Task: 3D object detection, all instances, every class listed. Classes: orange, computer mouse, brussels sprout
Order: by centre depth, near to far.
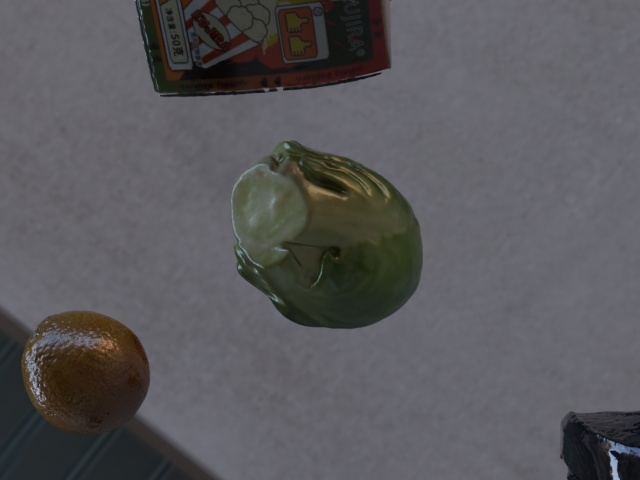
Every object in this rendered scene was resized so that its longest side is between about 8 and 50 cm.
[{"bbox_3d":[-0.150,0.083,0.941,0.085,0.085,0.085,-52,0,-1],"label":"orange"},{"bbox_3d":[0.201,0.162,0.990,0.057,0.099,0.172,-23,9,-21],"label":"computer mouse"},{"bbox_3d":[0.005,-0.003,1.204,0.144,0.161,0.181,-37,-15,12],"label":"brussels sprout"}]

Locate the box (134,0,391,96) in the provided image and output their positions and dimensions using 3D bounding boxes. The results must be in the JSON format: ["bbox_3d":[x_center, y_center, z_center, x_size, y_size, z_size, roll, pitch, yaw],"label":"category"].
[{"bbox_3d":[-0.045,-0.226,1.059,0.148,0.177,0.195,-89,-8,-56],"label":"box"}]
